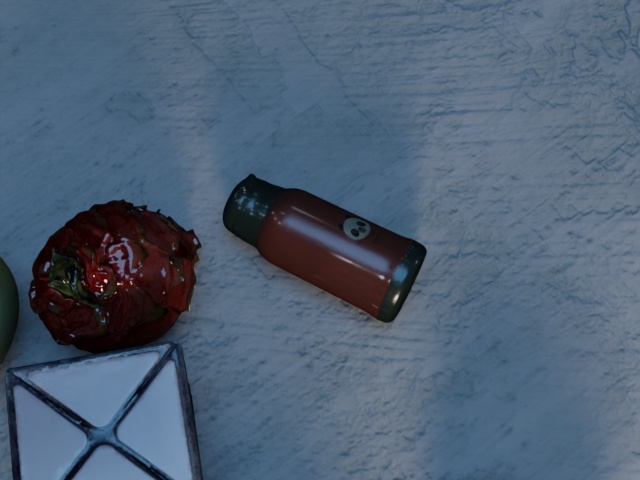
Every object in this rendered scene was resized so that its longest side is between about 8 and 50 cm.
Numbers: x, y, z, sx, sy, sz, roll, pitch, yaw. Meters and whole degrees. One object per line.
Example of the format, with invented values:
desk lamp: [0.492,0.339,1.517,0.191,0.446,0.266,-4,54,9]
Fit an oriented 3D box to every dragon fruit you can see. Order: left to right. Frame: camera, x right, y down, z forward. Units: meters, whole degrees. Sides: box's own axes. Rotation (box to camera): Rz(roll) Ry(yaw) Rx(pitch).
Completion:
dragon fruit: [-0.311,0.057,1.670,0.298,0.244,0.244,-22,70,-37]

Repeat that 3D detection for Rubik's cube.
Rubik's cube: [-0.303,0.311,1.561,0.254,0.260,0.259,-10,73,-6]

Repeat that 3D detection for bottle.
bottle: [0.000,0.000,1.756,0.336,0.144,0.144,27,70,8]

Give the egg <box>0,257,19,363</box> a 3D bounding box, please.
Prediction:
egg: [-0.583,0.137,1.634,0.218,0.218,0.296,10,82,1]
